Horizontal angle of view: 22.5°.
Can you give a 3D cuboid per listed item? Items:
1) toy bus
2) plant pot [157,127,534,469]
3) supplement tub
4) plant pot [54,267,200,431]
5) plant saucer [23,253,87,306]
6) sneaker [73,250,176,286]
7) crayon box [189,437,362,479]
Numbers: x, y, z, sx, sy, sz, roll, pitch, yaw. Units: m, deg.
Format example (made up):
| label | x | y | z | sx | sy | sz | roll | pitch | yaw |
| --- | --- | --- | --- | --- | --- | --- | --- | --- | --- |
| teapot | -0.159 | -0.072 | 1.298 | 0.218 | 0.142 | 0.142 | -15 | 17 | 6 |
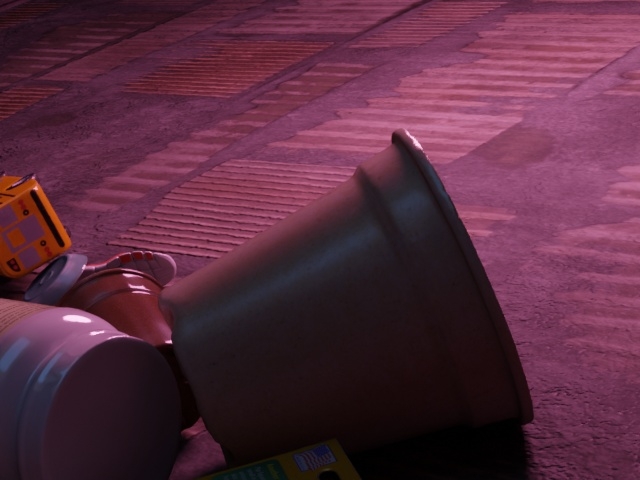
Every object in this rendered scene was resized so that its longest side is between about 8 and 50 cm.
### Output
| label | x | y | z | sx | sy | sz | roll | pitch | yaw |
| --- | --- | --- | --- | --- | --- | --- | --- | --- | --- |
| toy bus | -0.465 | -0.023 | 2.366 | 0.130 | 0.108 | 0.333 | -34 | 16 | -19 |
| plant pot | 0.011 | 0.094 | 1.663 | 0.305 | 0.334 | 0.334 | -23 | 22 | -2 |
| supplement tub | -0.330 | 0.178 | 1.664 | 0.325 | 0.235 | 0.235 | 6 | 26 | 36 |
| plant pot | -0.212 | 0.141 | 1.831 | 0.167 | 0.167 | 0.165 | -19 | 30 | -21 |
| plant saucer | -0.371 | 0.058 | 2.213 | 0.119 | 0.021 | 0.119 | -38 | 22 | 18 |
| sneaker | -0.278 | 0.040 | 2.249 | 0.158 | 0.061 | 0.065 | -8 | 14 | 5 |
| crayon box | -0.105 | 0.298 | 1.456 | 0.323 | 0.083 | 0.203 | -15 | 22 | -10 |
